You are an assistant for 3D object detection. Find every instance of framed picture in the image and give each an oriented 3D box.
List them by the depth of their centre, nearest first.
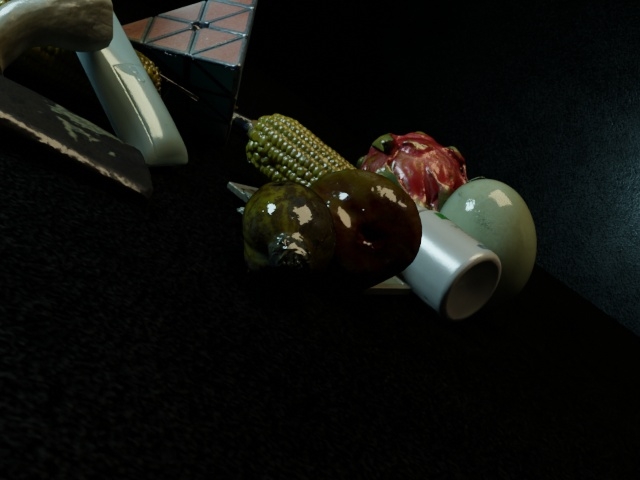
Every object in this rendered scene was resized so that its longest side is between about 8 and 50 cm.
[{"bbox_3d":[0.000,0.000,1.301,0.281,0.019,0.209,37,13,22],"label":"framed picture"}]

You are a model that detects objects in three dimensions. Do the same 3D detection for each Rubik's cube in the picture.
[{"bbox_3d":[-0.210,-0.332,1.521,0.233,0.228,0.228,-6,67,-60],"label":"Rubik's cube"}]

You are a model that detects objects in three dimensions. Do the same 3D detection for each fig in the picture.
[{"bbox_3d":[0.034,-0.037,1.167,0.274,0.170,0.145,-121,-174,-64],"label":"fig"}]

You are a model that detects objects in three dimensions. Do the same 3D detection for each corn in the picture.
[{"bbox_3d":[-0.361,-0.266,1.242,0.115,0.115,0.318,40,15,34],"label":"corn"},{"bbox_3d":[-0.007,-0.103,1.385,0.322,0.119,0.119,42,14,17],"label":"corn"}]

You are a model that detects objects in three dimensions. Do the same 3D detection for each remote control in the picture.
[{"bbox_3d":[-0.278,-0.232,1.174,0.103,0.051,0.293,-14,72,-59],"label":"remote control"}]

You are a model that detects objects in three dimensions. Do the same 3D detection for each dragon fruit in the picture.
[{"bbox_3d":[0.182,-0.092,1.678,0.231,0.237,0.302,5,33,-21],"label":"dragon fruit"}]

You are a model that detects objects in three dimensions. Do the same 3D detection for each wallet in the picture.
[{"bbox_3d":[-0.339,-0.147,0.948,0.321,0.044,0.170,26,11,-31],"label":"wallet"}]

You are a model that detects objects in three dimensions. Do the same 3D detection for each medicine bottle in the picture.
[{"bbox_3d":[0.174,0.021,1.390,0.139,0.139,0.237,20,15,-48],"label":"medicine bottle"}]

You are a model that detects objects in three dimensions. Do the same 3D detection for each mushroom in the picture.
[{"bbox_3d":[-0.365,-0.267,1.057,0.081,0.092,0.223,24,40,32],"label":"mushroom"}]

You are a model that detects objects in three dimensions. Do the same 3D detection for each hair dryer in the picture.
[{"bbox_3d":[-0.193,-0.279,1.867,0.255,0.070,0.128,28,11,2],"label":"hair dryer"}]

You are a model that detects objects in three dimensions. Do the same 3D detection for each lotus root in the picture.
[{"bbox_3d":[-0.037,-0.008,0.974,0.120,0.120,0.209,29,11,-16],"label":"lotus root"}]

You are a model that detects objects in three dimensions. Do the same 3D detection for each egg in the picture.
[{"bbox_3d":[0.293,0.012,1.501,0.187,0.253,0.186,-1,14,0],"label":"egg"}]

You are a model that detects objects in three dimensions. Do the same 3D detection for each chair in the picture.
[{"bbox_3d":[-0.313,-0.270,1.446,0.212,0.084,0.101,31,7,-5],"label":"chair"}]

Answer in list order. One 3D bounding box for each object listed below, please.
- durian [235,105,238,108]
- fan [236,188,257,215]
[{"bbox_3d":[-0.263,-0.368,1.997,0.140,0.078,0.224,24,15,-36],"label":"durian"},{"bbox_3d":[-0.067,-0.039,1.218,0.152,0.008,0.227,37,12,18],"label":"fan"}]
